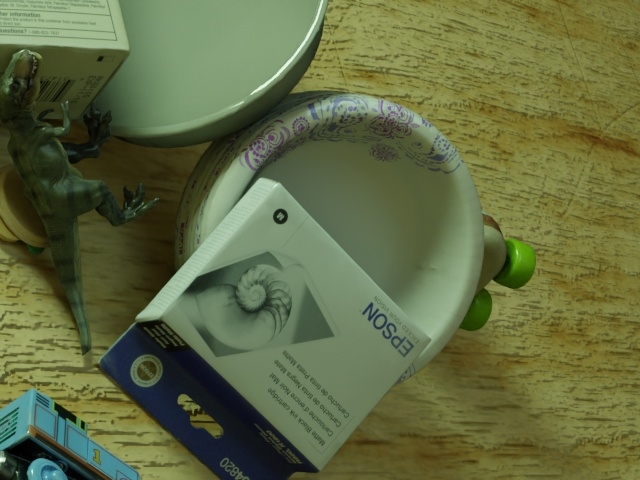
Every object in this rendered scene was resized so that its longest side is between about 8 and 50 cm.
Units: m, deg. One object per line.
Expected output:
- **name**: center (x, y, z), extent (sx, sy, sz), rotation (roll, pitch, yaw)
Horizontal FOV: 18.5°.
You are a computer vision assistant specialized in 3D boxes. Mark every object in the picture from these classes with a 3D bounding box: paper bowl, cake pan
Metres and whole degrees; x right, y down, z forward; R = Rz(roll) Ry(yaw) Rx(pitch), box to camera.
- **paper bowl**: center (0.000, 0.000, 1.850), extent (0.284, 0.148, 0.284), rotation (-4, 99, -24)
- **cake pan**: center (-0.125, -0.203, 1.818), extent (0.054, 0.293, 0.293), rotation (63, 17, -54)

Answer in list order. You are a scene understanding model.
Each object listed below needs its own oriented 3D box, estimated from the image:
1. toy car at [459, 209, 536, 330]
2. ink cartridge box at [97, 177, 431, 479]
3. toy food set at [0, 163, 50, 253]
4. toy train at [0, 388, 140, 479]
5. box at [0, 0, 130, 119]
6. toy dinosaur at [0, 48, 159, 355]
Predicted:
- **toy car**: center (0.121, -0.018, 2.139), extent (0.155, 0.149, 0.188), rotation (21, 36, -33)
- **ink cartridge box**: center (-0.046, 0.098, 1.740), extent (0.223, 0.224, 0.045), rotation (45, -10, -23)
- **toy food set**: center (-0.255, -0.028, 1.705), extent (0.082, 0.020, 0.083), rotation (30, 42, -40)
- **toy train**: center (-0.193, 0.203, 1.553), extent (0.184, 0.080, 0.105), rotation (39, 31, -31)
- **box**: center (-0.283, -0.271, 1.733), extent (0.148, 0.121, 0.311), rotation (1, 62, -31)
- **toy dinosaur**: center (-0.210, -0.047, 1.689), extent (0.118, 0.064, 0.268), rotation (-33, 115, -42)
